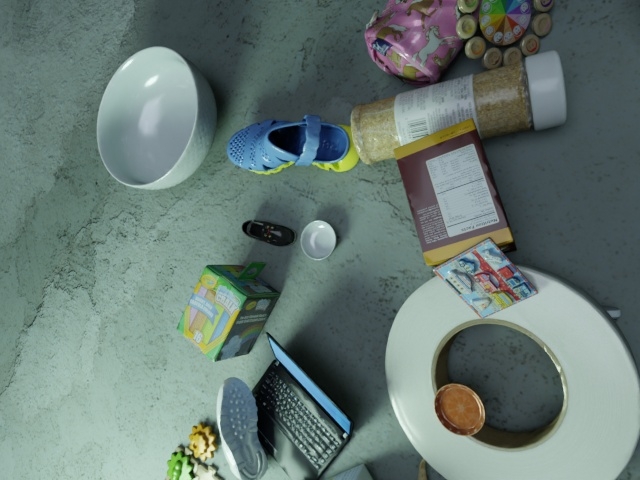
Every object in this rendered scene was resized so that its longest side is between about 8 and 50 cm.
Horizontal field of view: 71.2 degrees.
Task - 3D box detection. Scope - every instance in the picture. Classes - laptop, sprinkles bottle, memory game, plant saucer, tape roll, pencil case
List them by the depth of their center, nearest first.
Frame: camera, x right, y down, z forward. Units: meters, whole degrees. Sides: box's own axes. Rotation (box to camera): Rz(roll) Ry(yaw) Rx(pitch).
[{"bbox_3d":[0.226,0.274,0.727,0.083,0.013,0.084,1,92,34],"label":"plant saucer"},{"bbox_3d":[0.293,0.226,0.733,0.391,0.072,0.393,1,91,34],"label":"tape roll"},{"bbox_3d":[0.318,-0.388,0.765,0.186,0.012,0.186,-4,109,-11],"label":"memory game"},{"bbox_3d":[0.235,-0.228,0.801,0.354,0.121,0.122,-7,82,26],"label":"sprinkles bottle"},{"bbox_3d":[0.235,-0.481,0.806,0.386,0.167,0.160,-58,33,11],"label":"pencil case"},{"bbox_3d":[-0.066,0.353,0.897,0.234,0.136,0.264,41,104,24],"label":"laptop"}]

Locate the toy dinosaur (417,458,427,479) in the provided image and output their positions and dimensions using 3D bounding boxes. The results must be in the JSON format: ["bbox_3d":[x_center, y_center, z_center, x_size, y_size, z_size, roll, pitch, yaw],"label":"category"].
[{"bbox_3d":[0.184,0.479,0.817,0.092,0.053,0.183,-16,86,10],"label":"toy dinosaur"}]

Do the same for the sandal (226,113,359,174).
[{"bbox_3d":[-0.078,-0.212,0.952,0.317,0.138,0.126,0,88,29],"label":"sandal"}]

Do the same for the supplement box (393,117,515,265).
[{"bbox_3d":[0.232,-0.064,0.749,0.129,0.191,0.194,-18,77,23],"label":"supplement box"}]

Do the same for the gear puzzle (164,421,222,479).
[{"bbox_3d":[-0.314,0.596,1.053,0.175,0.044,0.339,23,96,27],"label":"gear puzzle"}]

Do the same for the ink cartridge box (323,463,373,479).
[{"bbox_3d":[0.005,0.560,0.810,0.232,0.171,0.168,-33,83,20],"label":"ink cartridge box"}]

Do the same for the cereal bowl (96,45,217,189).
[{"bbox_3d":[-0.386,-0.288,1.110,0.338,0.141,0.340,-2,85,27],"label":"cereal bowl"}]

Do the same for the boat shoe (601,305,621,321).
[{"bbox_3d":[0.407,0.131,0.729,0.142,0.049,0.040,-9,89,32],"label":"boat shoe"}]

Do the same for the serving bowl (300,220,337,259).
[{"bbox_3d":[0.000,0.000,0.953,0.083,0.027,0.084,-2,85,26],"label":"serving bowl"}]

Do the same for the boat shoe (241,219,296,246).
[{"bbox_3d":[-0.118,-0.017,1.008,0.132,0.042,0.049,13,90,26],"label":"boat shoe"}]

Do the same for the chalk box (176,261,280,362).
[{"bbox_3d":[-0.192,0.134,0.982,0.132,0.132,0.213,31,99,25],"label":"chalk box"}]

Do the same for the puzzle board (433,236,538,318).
[{"bbox_3d":[0.245,0.062,0.664,0.096,0.011,0.128,-36,112,30],"label":"puzzle board"}]

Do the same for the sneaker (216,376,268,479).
[{"bbox_3d":[-0.185,0.403,0.959,0.094,0.090,0.235,3,103,55],"label":"sneaker"}]
